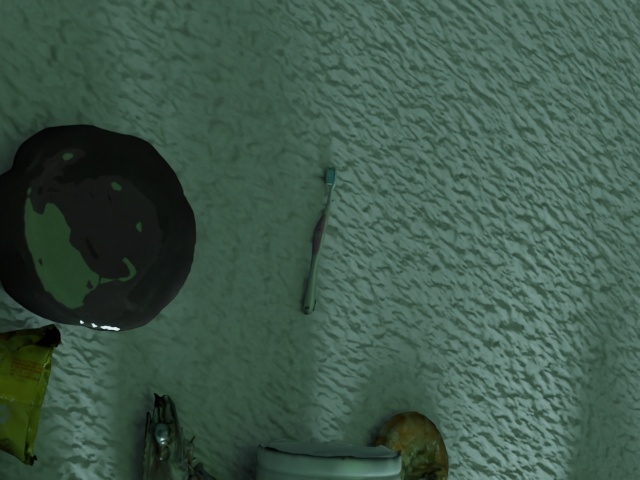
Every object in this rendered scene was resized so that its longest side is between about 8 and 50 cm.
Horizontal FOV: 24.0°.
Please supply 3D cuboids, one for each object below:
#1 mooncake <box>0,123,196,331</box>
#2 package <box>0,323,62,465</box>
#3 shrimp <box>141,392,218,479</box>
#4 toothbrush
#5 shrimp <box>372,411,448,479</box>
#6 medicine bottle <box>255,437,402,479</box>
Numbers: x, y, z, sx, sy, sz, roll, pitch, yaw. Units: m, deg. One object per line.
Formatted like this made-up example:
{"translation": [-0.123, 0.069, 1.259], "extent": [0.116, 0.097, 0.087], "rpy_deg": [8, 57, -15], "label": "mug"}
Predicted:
{"translation": [-0.267, -0.014, 1.732], "extent": [0.245, 0.133, 0.245], "rpy_deg": [-2, 93, -39], "label": "mooncake"}
{"translation": [-0.395, 0.157, 1.663], "extent": [0.226, 0.090, 0.168], "rpy_deg": [17, 78, -41], "label": "package"}
{"translation": [-0.158, 0.338, 1.883], "extent": [0.164, 0.062, 0.317], "rpy_deg": [-14, 105, -42], "label": "shrimp"}
{"translation": [0.000, 0.000, 2.026], "extent": [0.022, 0.017, 0.204], "rpy_deg": [17, 80, -49], "label": "toothbrush"}
{"translation": [0.106, 0.385, 2.104], "extent": [0.169, 0.058, 0.296], "rpy_deg": [36, 66, -36], "label": "shrimp"}
{"translation": [0.002, 0.430, 1.928], "extent": [0.190, 0.190, 0.332], "rpy_deg": [5, 88, -39], "label": "medicine bottle"}
